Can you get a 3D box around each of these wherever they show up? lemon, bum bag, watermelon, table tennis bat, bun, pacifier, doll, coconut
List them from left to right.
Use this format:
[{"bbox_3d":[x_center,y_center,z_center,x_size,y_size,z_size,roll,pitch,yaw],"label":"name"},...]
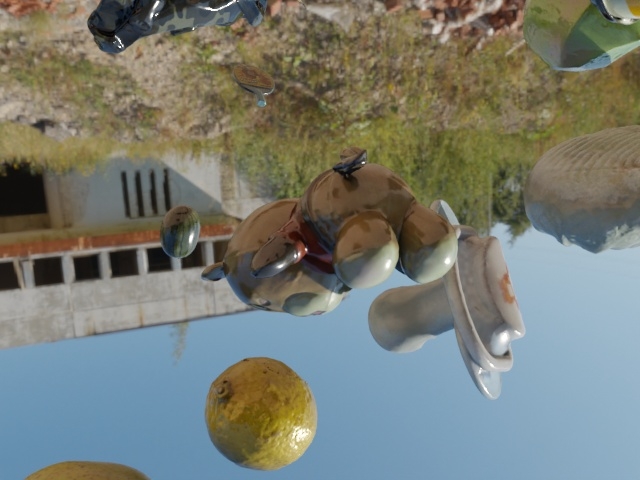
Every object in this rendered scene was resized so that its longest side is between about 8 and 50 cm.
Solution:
[{"bbox_3d":[-0.273,-0.015,1.133,0.078,0.111,0.078,15,-162,-5],"label":"watermelon"},{"bbox_3d":[-0.227,-0.406,0.993,0.340,0.095,0.144,-21,159,-26],"label":"bum bag"},{"bbox_3d":[-0.151,-0.361,1.353,0.100,0.019,0.155,6,-135,-26],"label":"table tennis bat"},{"bbox_3d":[-0.142,0.399,1.358,0.253,0.253,0.310,3,152,42],"label":"lemon"},{"bbox_3d":[0.000,0.000,0.719,0.235,0.174,0.330,-9,169,-37],"label":"doll"},{"bbox_3d":[0.158,0.086,0.805,0.207,0.279,0.227,-19,165,26],"label":"pacifier"},{"bbox_3d":[0.495,-0.414,1.059,0.236,0.204,0.236,1,-133,-1],"label":"coconut"},{"bbox_3d":[0.581,-0.092,1.126,0.354,0.194,0.354,-15,-155,7],"label":"bun"}]

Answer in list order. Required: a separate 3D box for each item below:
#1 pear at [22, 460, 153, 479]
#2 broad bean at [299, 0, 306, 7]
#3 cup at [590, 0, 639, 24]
[{"bbox_3d":[-0.342,0.460,0.851,0.294,0.294,0.294,-4,-172,1],"label":"pear"},{"bbox_3d":[-0.164,-0.532,1.242,0.318,0.056,0.098,31,175,42],"label":"broad bean"},{"bbox_3d":[0.485,-0.353,0.713,0.196,0.196,0.279,-10,-151,-37],"label":"cup"}]
